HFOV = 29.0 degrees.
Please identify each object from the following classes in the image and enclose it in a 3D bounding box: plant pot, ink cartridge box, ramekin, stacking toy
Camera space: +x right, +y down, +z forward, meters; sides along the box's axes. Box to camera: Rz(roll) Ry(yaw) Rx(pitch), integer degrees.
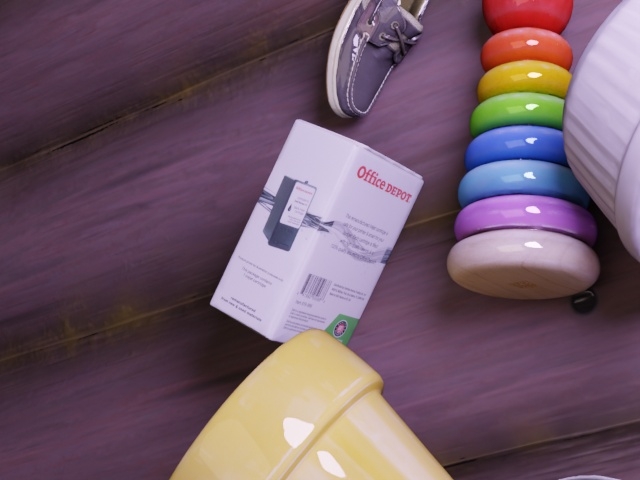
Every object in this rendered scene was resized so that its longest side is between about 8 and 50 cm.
[{"bbox_3d":[0.013,0.251,1.148,0.239,0.254,0.254,38,99,14],"label":"plant pot"},{"bbox_3d":[0.000,0.000,1.248,0.086,0.153,0.208,27,92,32],"label":"ink cartridge box"},{"bbox_3d":[0.324,-0.112,1.033,0.273,0.273,0.127,-51,48,11],"label":"ramekin"},{"bbox_3d":[0.200,-0.116,1.187,0.141,0.141,0.331,-4,70,29],"label":"stacking toy"}]

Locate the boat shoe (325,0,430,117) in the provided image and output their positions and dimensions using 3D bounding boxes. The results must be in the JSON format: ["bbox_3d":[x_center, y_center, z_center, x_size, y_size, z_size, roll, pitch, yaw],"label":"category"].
[{"bbox_3d":[0.073,-0.233,1.299,0.073,0.080,0.224,16,83,36],"label":"boat shoe"}]

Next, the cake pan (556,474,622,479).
[{"bbox_3d":[0.223,0.349,1.050,0.293,0.054,0.293,-9,78,47],"label":"cake pan"}]
